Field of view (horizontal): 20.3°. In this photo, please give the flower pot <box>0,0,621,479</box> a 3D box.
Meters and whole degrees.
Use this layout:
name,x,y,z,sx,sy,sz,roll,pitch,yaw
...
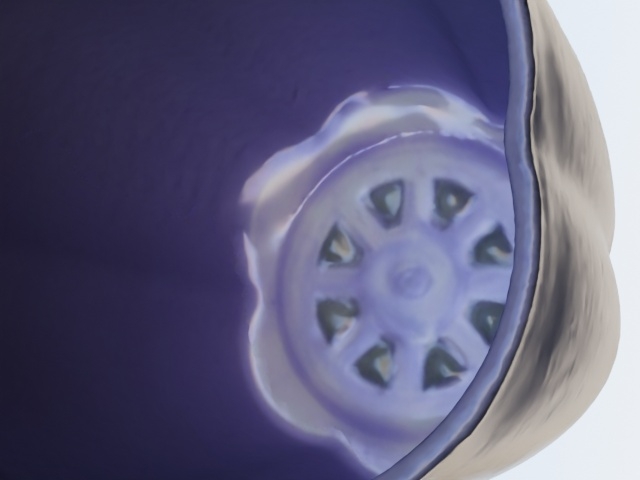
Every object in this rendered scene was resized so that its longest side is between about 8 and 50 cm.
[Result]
name,x,y,z,sx,sy,sz,roll,pitch,yaw
flower pot,0.000,0.000,0.654,0.243,0.265,0.265,18,-103,-61
